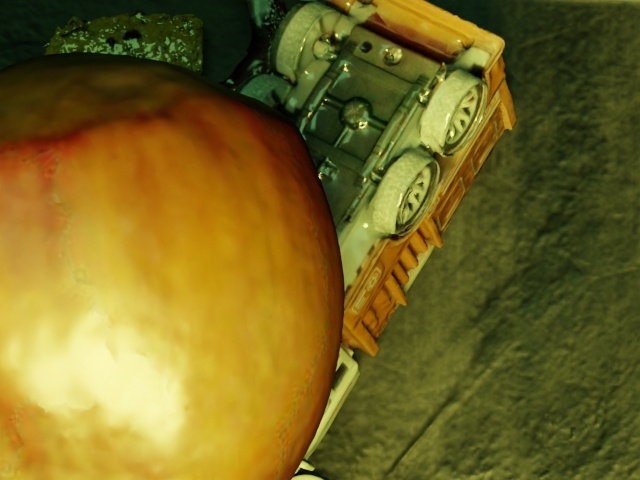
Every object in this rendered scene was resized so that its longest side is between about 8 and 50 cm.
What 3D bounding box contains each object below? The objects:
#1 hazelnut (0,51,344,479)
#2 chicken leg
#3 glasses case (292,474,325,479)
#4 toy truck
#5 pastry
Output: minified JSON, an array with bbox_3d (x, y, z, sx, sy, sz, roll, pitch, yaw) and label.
[{"bbox_3d":[-0.162,0.052,1.269,0.366,0.366,0.365,-1,71,2],"label":"hazelnut"},{"bbox_3d":[-0.056,-0.147,1.636,0.106,0.051,0.253,10,76,-12],"label":"chicken leg"},{"bbox_3d":[0.018,0.274,1.504,0.074,0.049,0.193,-31,74,-8],"label":"glasses case"},{"bbox_3d":[0.000,0.000,1.517,0.173,0.207,0.387,28,81,22],"label":"toy truck"},{"bbox_3d":[-0.171,-0.161,1.657,0.140,0.056,0.080,1,76,-9],"label":"pastry"}]
